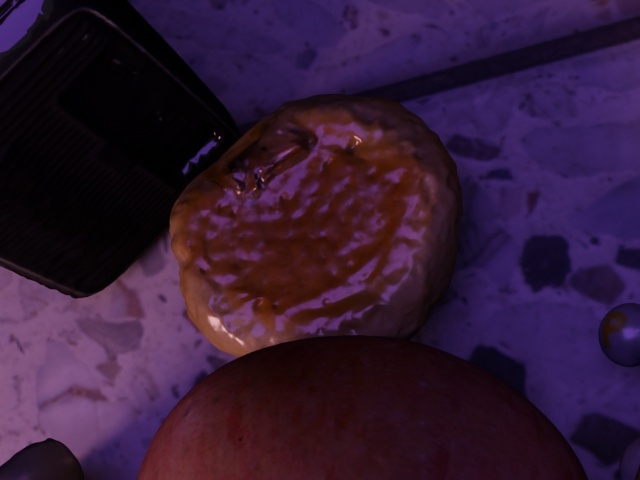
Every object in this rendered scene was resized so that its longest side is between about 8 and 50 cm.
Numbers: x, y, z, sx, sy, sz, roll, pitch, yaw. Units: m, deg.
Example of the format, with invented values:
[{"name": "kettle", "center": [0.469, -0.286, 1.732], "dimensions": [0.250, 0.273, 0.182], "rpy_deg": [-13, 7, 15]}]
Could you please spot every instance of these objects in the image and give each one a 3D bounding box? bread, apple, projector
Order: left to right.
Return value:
[{"name": "projector", "center": [-0.306, -0.175, 1.297], "dimensions": [0.242, 0.395, 0.405], "rpy_deg": [-45, 70, 1]}, {"name": "bread", "center": [0.000, 0.000, 1.309], "dimensions": [0.244, 0.134, 0.244], "rpy_deg": [-5, 73, 15]}, {"name": "apple", "center": [0.026, 0.230, 1.146], "dimensions": [0.345, 0.269, 0.345], "rpy_deg": [5, 116, 10]}]

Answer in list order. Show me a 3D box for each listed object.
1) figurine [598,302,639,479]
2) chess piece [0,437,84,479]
[{"name": "figurine", "center": [0.307, 0.122, 1.166], "dimensions": [0.261, 0.186, 0.382], "rpy_deg": [17, 89, 30]}, {"name": "chess piece", "center": [-0.164, 0.332, 1.267], "dimensions": [0.182, 0.182, 0.330], "rpy_deg": [-45, 75, 3]}]
